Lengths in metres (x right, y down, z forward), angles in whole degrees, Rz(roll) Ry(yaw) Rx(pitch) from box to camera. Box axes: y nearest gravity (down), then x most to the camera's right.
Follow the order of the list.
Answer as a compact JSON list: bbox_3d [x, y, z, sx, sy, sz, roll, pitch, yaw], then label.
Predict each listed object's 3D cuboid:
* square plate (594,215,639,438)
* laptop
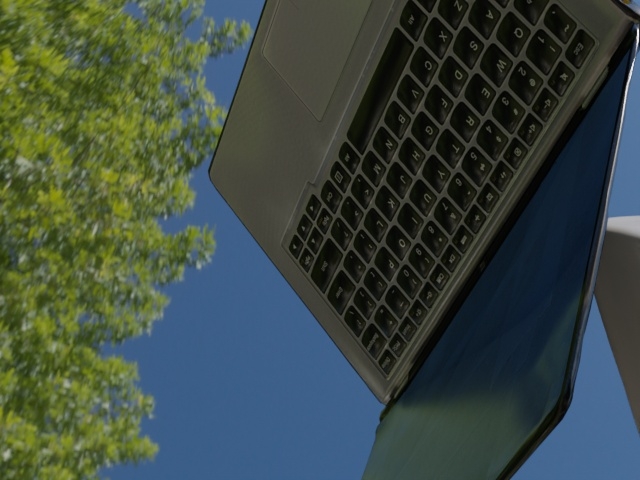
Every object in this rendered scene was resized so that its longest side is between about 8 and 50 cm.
[{"bbox_3d":[0.320,0.133,0.560,0.344,0.049,0.347,-4,-111,-28],"label":"square plate"},{"bbox_3d":[0.000,0.000,0.667,0.236,0.408,0.382,-21,-29,-36],"label":"laptop"}]
